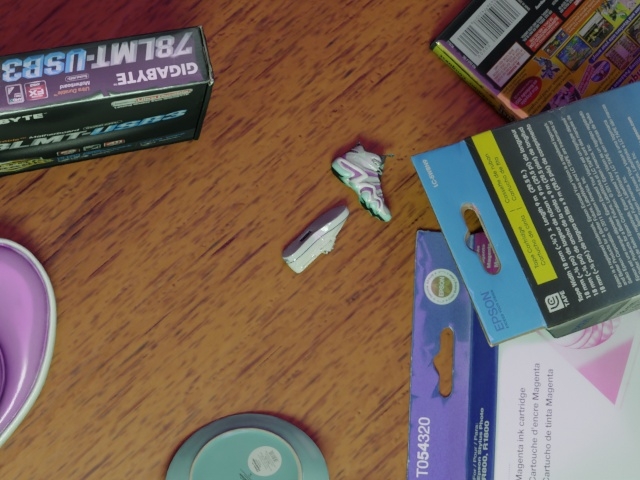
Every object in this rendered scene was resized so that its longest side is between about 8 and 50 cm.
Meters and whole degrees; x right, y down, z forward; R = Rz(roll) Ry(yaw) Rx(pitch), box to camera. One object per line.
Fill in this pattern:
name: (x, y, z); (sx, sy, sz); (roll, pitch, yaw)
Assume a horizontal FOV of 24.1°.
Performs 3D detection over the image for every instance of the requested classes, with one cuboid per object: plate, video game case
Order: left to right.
plate: (-0.084, 0.271, 1.690); (0.188, 0.024, 0.188); (-2, 52, 2)
video game case: (0.315, -0.253, 1.863); (0.248, 0.035, 0.275); (43, 78, 0)

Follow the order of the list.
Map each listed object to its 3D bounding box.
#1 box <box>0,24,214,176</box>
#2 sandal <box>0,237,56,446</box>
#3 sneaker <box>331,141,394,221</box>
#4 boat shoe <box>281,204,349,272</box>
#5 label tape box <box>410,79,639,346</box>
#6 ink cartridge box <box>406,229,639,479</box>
box: (-0.272, -0.143, 1.630); (0.295, 0.293, 0.073); (-11, 84, -10)
sandal: (-0.419, 0.193, 1.655); (0.169, 0.102, 0.416); (27, 82, -6)
sneaker: (0.068, -0.076, 1.800); (0.069, 0.038, 0.098); (-41, 90, -11)
boat shoe: (0.000, 0.000, 1.786); (0.100, 0.035, 0.035); (-44, 117, -15)
label tape box: (0.286, -0.025, 1.728); (0.333, 0.106, 0.241); (-18, 75, -14)
ink cartridge box: (0.274, 0.151, 1.785); (0.330, 0.071, 0.324); (3, 82, -9)
